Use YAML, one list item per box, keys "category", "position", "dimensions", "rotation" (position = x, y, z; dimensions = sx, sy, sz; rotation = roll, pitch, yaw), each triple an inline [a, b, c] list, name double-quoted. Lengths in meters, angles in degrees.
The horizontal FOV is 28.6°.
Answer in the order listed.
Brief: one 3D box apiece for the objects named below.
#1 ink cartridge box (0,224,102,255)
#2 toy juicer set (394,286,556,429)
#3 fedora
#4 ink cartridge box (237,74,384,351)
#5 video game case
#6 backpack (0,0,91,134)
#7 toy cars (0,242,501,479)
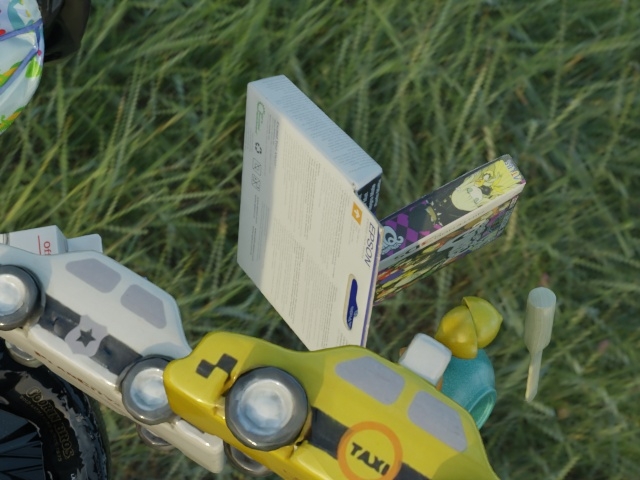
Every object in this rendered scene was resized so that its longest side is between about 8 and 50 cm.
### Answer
- category: "ink cartridge box"
  position: [-0.327, 0.046, 1.362]
  dimensions: [0.180, 0.060, 0.104]
  rotation: [-10, 75, -1]
- category: "toy juicer set"
  position: [0.137, 0.127, 1.280]
  dimensions: [0.089, 0.209, 0.329]
  rotation: [33, 37, 29]
- category: "fedora"
  position: [-0.325, 0.192, 1.005]
  dimensions: [0.334, 0.152, 0.334]
  rotation: [23, 62, -51]
- category: "ink cartridge box"
  position: [0.000, 0.000, 1.121]
  dimensions: [0.045, 0.223, 0.224]
  rotation: [-18, 47, -26]
- category: "video game case"
  position: [0.108, 0.002, 1.339]
  dimensions: [0.210, 0.232, 0.042]
  rotation: [-28, 78, -5]
- category: "backpack"
  position: [-0.362, -0.118, 0.924]
  dimensions: [0.355, 0.290, 0.273]
  rotation: [-22, 102, -25]
- category: "toy cars"
  position: [-0.044, 0.066, 0.633]
  dimensions: [0.087, 0.394, 0.176]
  rotation: [-57, 133, -17]
